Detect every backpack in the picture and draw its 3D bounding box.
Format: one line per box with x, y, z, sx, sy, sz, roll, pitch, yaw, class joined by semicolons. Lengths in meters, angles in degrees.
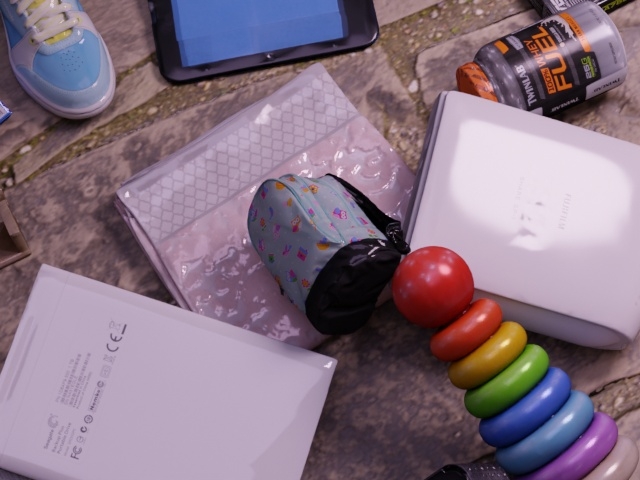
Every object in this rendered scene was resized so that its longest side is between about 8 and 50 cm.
0.000;0.000;1.732;0.115;0.152;0.182;4;40;-42;backpack

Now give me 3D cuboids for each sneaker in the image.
-0.365;-0.315;1.926;0.127;0.208;0.319;-27;67;-10;sneaker

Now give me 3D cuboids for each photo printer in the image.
0.255;-0.018;1.779;0.307;0.107;0.256;17;69;-3;photo printer

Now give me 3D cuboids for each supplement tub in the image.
0.271;-0.209;1.885;0.190;0.117;0.117;-25;66;-7;supplement tub

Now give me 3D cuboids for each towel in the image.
-0.043;-0.025;1.858;0.332;0.053;0.317;-33;68;-10;towel

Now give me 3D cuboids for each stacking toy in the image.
0.194;0.147;1.657;0.141;0.141;0.330;-39;91;-13;stacking toy

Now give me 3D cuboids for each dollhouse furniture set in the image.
-0.448;-0.046;1.840;0.123;0.151;0.144;-26;65;-8;dollhouse furniture set

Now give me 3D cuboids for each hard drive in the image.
-0.183;0.190;1.716;0.353;0.047;0.233;18;75;0;hard drive

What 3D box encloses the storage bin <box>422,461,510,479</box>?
0.128;0.326;1.619;0.180;0.084;0.122;-39;64;25;storage bin

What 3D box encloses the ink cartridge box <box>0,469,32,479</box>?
-0.262;0.254;1.757;0.232;0.066;0.189;-23;64;-30;ink cartridge box

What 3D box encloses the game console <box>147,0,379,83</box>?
-0.089;-0.371;1.961;0.293;0.250;0.173;-11;39;-2;game console

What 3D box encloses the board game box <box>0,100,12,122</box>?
-0.518;-0.186;1.917;0.160;0.047;0.210;-42;98;-15;board game box

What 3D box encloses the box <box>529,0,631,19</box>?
0.338;-0.380;1.999;0.184;0.045;0.191;-26;66;-11;box
